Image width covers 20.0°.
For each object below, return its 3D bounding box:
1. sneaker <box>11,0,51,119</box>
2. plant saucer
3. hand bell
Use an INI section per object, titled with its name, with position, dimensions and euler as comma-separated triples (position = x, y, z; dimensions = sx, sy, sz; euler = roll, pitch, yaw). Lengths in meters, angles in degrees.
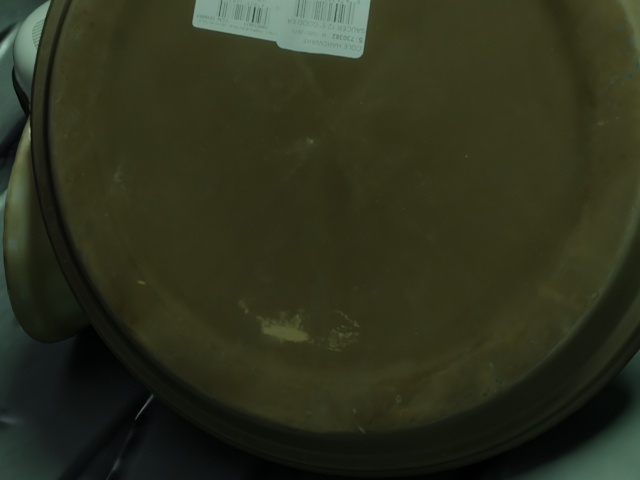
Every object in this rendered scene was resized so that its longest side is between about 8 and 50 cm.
[sneaker]
position = 0.000, -0.188, 0.822
dimensions = 0.447, 0.257, 0.169
euler = -9, 34, 32
[plant saucer]
position = 0.010, -0.043, 0.694
dimensions = 0.278, 0.278, 0.041
euler = -8, 2, 18
[hand bell]
position = 0.000, 0.000, 0.785
dimensions = 0.242, 0.126, 0.126
euler = 8, 45, 15
